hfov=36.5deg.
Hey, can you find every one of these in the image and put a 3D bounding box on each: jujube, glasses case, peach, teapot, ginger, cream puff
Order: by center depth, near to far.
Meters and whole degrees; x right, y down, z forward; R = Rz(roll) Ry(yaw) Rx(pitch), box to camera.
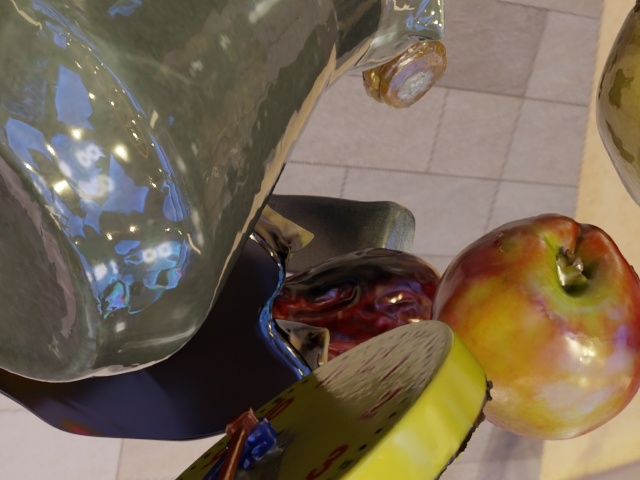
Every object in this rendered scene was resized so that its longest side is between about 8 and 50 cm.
[{"bbox_3d":[-0.112,-0.118,0.564,0.344,0.300,0.253,-47,164,-39],"label":"teapot"},{"bbox_3d":[0.182,0.078,0.815,0.197,0.197,0.197,-10,117,-20],"label":"peach"},{"bbox_3d":[-0.184,0.003,0.932,0.413,0.211,0.358,5,126,13],"label":"ginger"},{"bbox_3d":[0.039,0.092,1.163,0.236,0.168,0.168,0,119,13],"label":"jujube"},{"bbox_3d":[0.000,0.000,1.444,0.074,0.323,0.131,25,79,-40],"label":"glasses case"},{"bbox_3d":[0.127,-0.281,1.541,0.144,0.103,0.126,-48,146,19],"label":"cream puff"}]

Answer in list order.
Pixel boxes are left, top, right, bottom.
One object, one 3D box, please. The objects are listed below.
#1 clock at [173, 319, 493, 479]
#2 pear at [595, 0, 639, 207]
[{"bbox_3d":[-0.034,0.138,0.587,0.293,0.277,0.071,-38,95,-31],"label":"clock"},{"bbox_3d":[0.460,-0.145,1.083,0.309,0.309,0.309,-10,117,-20],"label":"pear"}]
